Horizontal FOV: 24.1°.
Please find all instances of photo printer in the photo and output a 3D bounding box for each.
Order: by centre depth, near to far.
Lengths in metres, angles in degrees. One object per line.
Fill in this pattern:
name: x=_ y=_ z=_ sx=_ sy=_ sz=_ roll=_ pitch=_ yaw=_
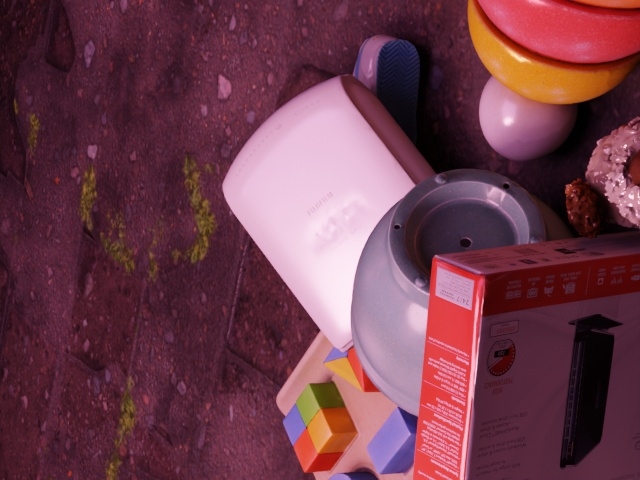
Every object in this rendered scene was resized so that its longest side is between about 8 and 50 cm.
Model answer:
photo printer: x=0.031 y=-0.045 z=1.970 sx=0.256 sy=0.107 sz=0.307 roll=-40 pitch=82 yaw=25

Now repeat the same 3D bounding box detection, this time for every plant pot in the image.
plant pot: x=0.169 y=0.041 z=1.710 sx=0.196 sy=0.293 sz=0.293 roll=76 pitch=167 yaw=-58

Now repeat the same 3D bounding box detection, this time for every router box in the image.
router box: x=0.258 y=0.152 z=1.603 sx=0.082 sy=0.335 sz=0.301 roll=22 pitch=113 yaw=51

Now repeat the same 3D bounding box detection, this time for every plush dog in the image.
plush dog: x=0.380 y=-0.072 z=1.566 sx=0.225 sy=0.262 sz=0.210 roll=19 pitch=147 yaw=56

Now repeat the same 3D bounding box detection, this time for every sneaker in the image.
sneaker: x=0.080 y=-0.168 z=2.051 sx=0.092 sy=0.087 sz=0.229 roll=-140 pitch=58 yaw=-63

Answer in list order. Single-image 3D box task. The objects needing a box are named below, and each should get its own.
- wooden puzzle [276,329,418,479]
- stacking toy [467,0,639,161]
wooden puzzle: x=0.063 y=0.269 z=2.080 sx=0.322 sy=0.080 sz=0.348 roll=-57 pitch=49 yaw=36
stacking toy: x=0.266 y=-0.274 z=1.667 sx=0.350 sy=0.350 sz=0.480 roll=59 pitch=149 yaw=32
